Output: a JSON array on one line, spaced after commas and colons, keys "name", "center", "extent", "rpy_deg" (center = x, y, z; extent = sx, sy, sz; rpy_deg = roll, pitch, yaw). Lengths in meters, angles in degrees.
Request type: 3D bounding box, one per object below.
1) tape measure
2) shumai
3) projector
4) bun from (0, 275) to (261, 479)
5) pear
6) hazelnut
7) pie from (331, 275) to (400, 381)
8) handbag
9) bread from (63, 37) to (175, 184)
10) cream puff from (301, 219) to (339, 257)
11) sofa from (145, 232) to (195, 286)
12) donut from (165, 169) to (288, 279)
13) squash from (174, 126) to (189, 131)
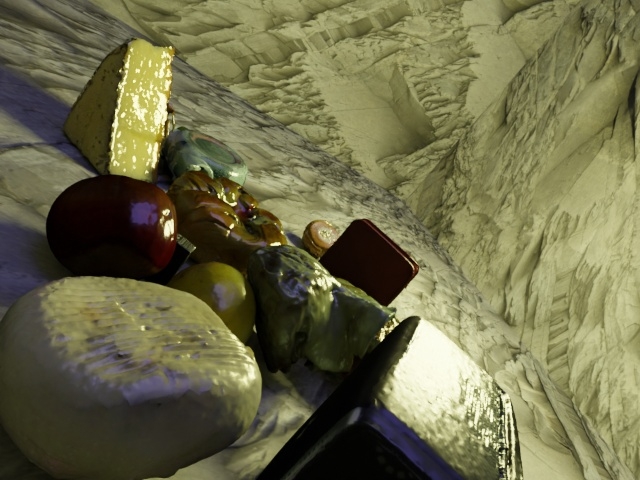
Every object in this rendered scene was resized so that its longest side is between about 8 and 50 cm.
[{"name": "tape measure", "center": [-0.364, -0.227, 1.719], "extent": [0.275, 0.147, 0.256], "rpy_deg": [13, 30, -48]}, {"name": "shumai", "center": [-0.003, 0.132, 1.223], "extent": [0.289, 0.291, 0.330], "rpy_deg": [-11, 28, -11]}, {"name": "projector", "center": [0.068, 0.344, 0.777], "extent": [0.242, 0.395, 0.405], "rpy_deg": [41, 17, 8]}, {"name": "bun", "center": [-0.263, 0.199, 0.777], "extent": [0.361, 0.213, 0.361], "rpy_deg": [22, 13, -6]}, {"name": "pear", "center": [-0.215, 0.133, 1.069], "extent": [0.200, 0.200, 0.200], "rpy_deg": [36, 18, -13]}, {"name": "hazelnut", "center": [-0.392, -0.025, 1.052], "extent": [0.229, 0.229, 0.229], "rpy_deg": [36, 18, -13]}, {"name": "pie", "center": [0.071, 0.213, 1.484], "extent": [0.418, 0.180, 0.395], "rpy_deg": [42, 18, 29]}, {"name": "handbag", "center": [0.127, 0.099, 1.702], "extent": [0.260, 0.275, 0.084], "rpy_deg": [42, 19, 10]}, {"name": "bread", "center": [-0.483, -0.332, 1.490], "extent": [0.279, 0.315, 0.248], "rpy_deg": [55, 22, 14]}, {"name": "cream puff", "center": [0.001, 0.000, 1.963], "extent": [0.144, 0.103, 0.126], "rpy_deg": [38, 57, 2]}, {"name": "sofa", "center": [-0.321, 0.044, 1.177], "extent": [0.060, 0.118, 0.039], "rpy_deg": [39, 19, -4]}, {"name": "donut", "center": [-0.244, -0.041, 1.468], "extent": [0.360, 0.170, 0.360], "rpy_deg": [34, 19, -13]}, {"name": "squash", "center": [-0.483, -0.339, 1.882], "extent": [0.066, 0.066, 0.229], "rpy_deg": [35, 17, -15]}]
